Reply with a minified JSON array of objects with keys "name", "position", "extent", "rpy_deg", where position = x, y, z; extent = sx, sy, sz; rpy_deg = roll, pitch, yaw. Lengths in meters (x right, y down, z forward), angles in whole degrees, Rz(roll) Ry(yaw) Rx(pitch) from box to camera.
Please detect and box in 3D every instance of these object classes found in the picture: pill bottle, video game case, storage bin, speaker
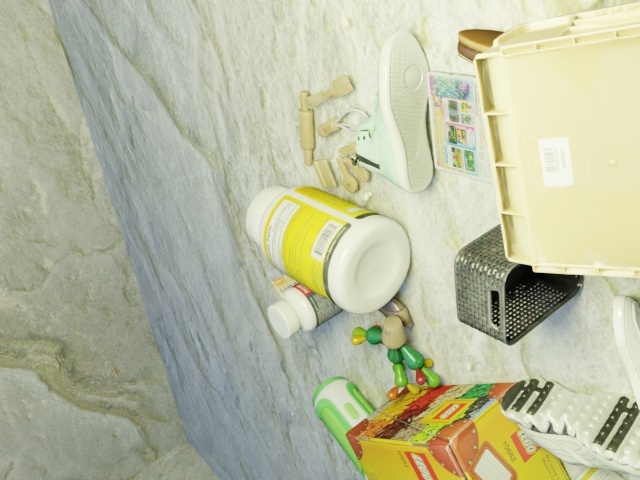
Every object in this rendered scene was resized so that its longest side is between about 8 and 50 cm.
[{"name":"pill bottle","position":[-0.022,0.139,1.419],"extent":[0.108,0.180,0.108],"rpy_deg":[37,143,36]},{"name":"video game case","position":[0.220,-0.166,0.943],"extent":[0.143,0.019,0.157],"rpy_deg":[25,136,47]},{"name":"storage bin","position":[0.274,0.043,0.872],"extent":[0.084,0.180,0.122],"rpy_deg":[24,134,46]},{"name":"storage bin","position":[0.319,-0.101,0.667],"extent":[0.260,0.123,0.263],"rpy_deg":[2,118,38]},{"name":"speaker","position":[0.097,0.455,1.518],"extent":[0.296,0.131,0.131],"rpy_deg":[42,147,49]},{"name":"pill bottle","position":[0.000,0.000,1.259],"extent":[0.333,0.187,0.188],"rpy_deg":[27,136,46]}]

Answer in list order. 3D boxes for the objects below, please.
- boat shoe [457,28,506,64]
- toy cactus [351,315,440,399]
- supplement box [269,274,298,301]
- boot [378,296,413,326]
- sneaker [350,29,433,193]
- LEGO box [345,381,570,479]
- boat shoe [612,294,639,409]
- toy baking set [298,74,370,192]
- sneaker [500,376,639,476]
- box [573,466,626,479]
[{"name":"boat shoe","position":[0.254,-0.210,0.796],"extent":[0.207,0.073,0.073],"rpy_deg":[35,139,39]},{"name":"toy cactus","position":[0.141,0.222,1.295],"extent":[0.219,0.112,0.181],"rpy_deg":[40,155,37]},{"name":"supplement box","position":[-0.077,0.137,1.624],"extent":[0.098,0.062,0.036],"rpy_deg":[55,151,9]},{"name":"boot","position":[0.141,0.148,1.318],"extent":[0.087,0.042,0.118],"rpy_deg":[53,161,-6]},{"name":"sneaker","position":[0.098,-0.208,1.025],"extent":[0.151,0.094,0.256],"rpy_deg":[29,136,48]},{"name":"LEGO box","position":[0.311,0.541,1.222],"extent":[0.501,0.193,0.372],"rpy_deg":[62,151,-1]},{"name":"boat shoe","position":[0.436,0.154,0.838],"extent":[0.063,0.066,0.184],"rpy_deg":[-14,97,39]},{"name":"toy baking set","position":[0.026,-0.204,1.212],"extent":[0.196,0.030,0.256],"rpy_deg":[28,137,40]},{"name":"sneaker","position":[0.413,0.295,0.963],"extent":[0.118,0.110,0.292],"rpy_deg":[59,158,-18]},{"name":"box","position":[0.489,0.454,0.965],"extent":[0.244,0.100,0.060],"rpy_deg":[38,145,36]}]
